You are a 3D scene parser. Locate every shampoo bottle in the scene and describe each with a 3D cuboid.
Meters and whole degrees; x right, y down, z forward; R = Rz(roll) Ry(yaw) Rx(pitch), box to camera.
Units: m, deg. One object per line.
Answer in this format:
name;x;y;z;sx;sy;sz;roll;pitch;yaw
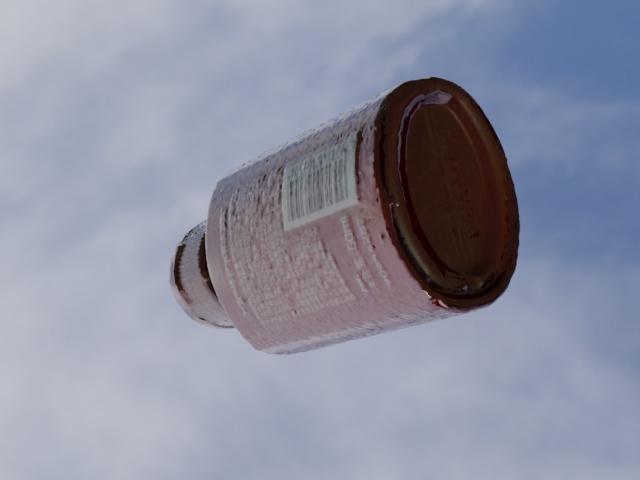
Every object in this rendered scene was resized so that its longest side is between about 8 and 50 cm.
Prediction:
shampoo bottle;0.001;0.000;1.021;0.076;0.118;0.314;-17;178;-25
